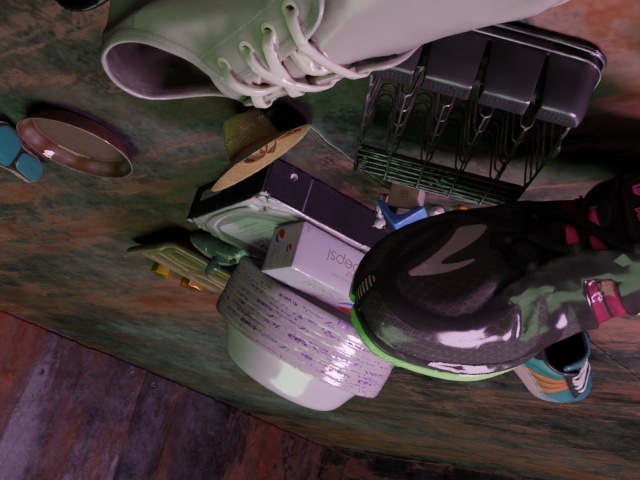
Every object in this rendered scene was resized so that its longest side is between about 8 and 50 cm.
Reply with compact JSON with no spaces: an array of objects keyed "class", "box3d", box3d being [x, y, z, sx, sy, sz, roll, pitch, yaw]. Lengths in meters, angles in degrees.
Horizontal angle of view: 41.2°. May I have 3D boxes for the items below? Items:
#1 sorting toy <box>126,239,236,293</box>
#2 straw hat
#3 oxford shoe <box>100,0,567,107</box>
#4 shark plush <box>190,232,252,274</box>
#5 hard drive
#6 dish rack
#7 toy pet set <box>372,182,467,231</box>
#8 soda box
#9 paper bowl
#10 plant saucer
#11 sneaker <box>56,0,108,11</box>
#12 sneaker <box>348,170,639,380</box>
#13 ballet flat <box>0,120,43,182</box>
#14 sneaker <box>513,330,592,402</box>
[{"class":"sorting toy","box3d":[-0.251,0.050,1.633,0.229,0.041,0.307,26,165,-26]},{"class":"straw hat","box3d":[-0.083,-0.120,0.989,0.061,0.144,0.144,57,156,1]},{"class":"oxford shoe","box3d":[-0.014,-0.169,0.660,0.449,0.130,0.169,5,165,40]},{"class":"shark plush","box3d":[-0.157,0.011,1.429,0.161,0.073,0.067,-1,123,53]},{"class":"hard drive","box3d":[0.000,0.000,1.259,0.338,0.064,0.237,27,158,-29]},{"class":"dish rack","box3d":[0.134,-0.114,0.837,0.208,0.074,0.271,16,162,3]},{"class":"toy pet set","box3d":[0.122,-0.024,1.091,0.122,0.065,0.114,9,159,19]},{"class":"soda box","box3d":[0.029,0.051,1.176,0.216,0.069,0.074,28,158,-32]},{"class":"paper bowl","box3d":[-0.029,0.150,1.291,0.284,0.148,0.284,30,-176,-2]},{"class":"plant saucer","box3d":[-0.343,-0.139,1.204,0.168,0.029,0.168,14,159,5]},{"class":"sneaker","box3d":[-0.219,-0.247,0.704,0.267,0.106,0.101,-1,157,43]},{"class":"sneaker","box3d":[0.259,0.003,0.797,0.482,0.185,0.202,-11,152,-6]},{"class":"ballet flat","box3d":[-0.477,-0.134,1.289,0.052,0.057,0.168,22,162,12]},{"class":"sneaker","box3d":[0.401,0.202,1.416,0.121,0.108,0.302,3,156,43]}]
